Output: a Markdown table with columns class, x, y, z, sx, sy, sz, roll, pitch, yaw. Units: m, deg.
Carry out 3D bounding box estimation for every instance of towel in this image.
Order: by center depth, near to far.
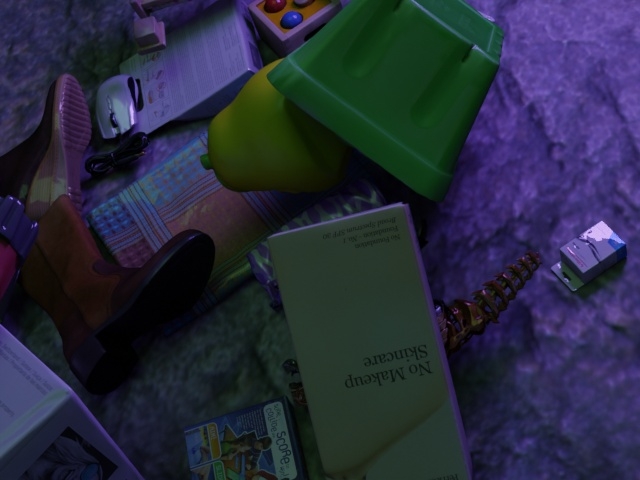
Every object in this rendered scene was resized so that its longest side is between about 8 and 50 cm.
| class | x | y | z | sx | sy | sz | roll | pitch | yaw |
| --- | --- | --- | --- | --- | --- | --- | --- | --- | --- |
| towel | -0.128 | -0.060 | 1.538 | 0.370 | 0.040 | 0.271 | -36 | 52 | -8 |

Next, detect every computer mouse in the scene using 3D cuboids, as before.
| class | x | y | z | sx | sy | sz | roll | pitch | yaw |
| --- | --- | --- | --- | --- | --- | --- | --- | --- | --- |
| computer mouse | -0.320 | -0.192 | 1.680 | 0.106 | 0.042 | 0.193 | -23 | 53 | 14 |

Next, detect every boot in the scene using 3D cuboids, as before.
| class | x | y | z | sx | sy | sz | roll | pitch | yaw |
| --- | --- | --- | --- | --- | --- | --- | --- | --- | --- |
| boot | -0.287 | 0.028 | 1.474 | 0.264 | 0.096 | 0.280 | -55 | 49 | 15 |
| boot | -0.455 | -0.123 | 1.631 | 0.206 | 0.090 | 0.249 | -7 | 72 | 19 |

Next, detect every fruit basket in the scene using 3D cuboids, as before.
| class | x | y | z | sx | sy | sz | roll | pitch | yaw |
| --- | --- | --- | --- | --- | --- | --- | --- | --- | --- |
| fruit basket | 0.039 | -0.158 | 1.363 | 0.283 | 0.392 | 0.392 | 36 | 69 | -2 |

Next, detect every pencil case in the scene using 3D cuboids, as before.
| class | x | y | z | sx | sy | sz | roll | pitch | yaw |
| --- | --- | --- | --- | --- | --- | --- | --- | --- | --- |
| pencil case | 0.000 | 0.000 | 1.422 | 0.206 | 0.086 | 0.088 | -36 | 19 | -7 |

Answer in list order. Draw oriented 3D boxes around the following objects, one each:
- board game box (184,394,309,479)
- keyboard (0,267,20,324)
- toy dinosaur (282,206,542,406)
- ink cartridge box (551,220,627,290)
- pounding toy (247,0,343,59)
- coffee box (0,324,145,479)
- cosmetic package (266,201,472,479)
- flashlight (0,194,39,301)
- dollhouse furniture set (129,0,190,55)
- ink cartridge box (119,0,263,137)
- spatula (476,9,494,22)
| class | x | y | z | sx | sy | sz | roll | pitch | yaw |
| --- | --- | --- | --- | --- | --- | --- | --- | --- | --- |
| board game box | -0.080 | 0.294 | 1.277 | 0.136 | 0.035 | 0.201 | -18 | 53 | 5 |
| keyboard | -0.484 | 0.108 | 1.479 | 0.100 | 0.038 | 0.192 | -2 | 55 | 16 |
| toy dinosaur | 0.103 | 0.090 | 1.316 | 0.321 | 0.164 | 0.219 | -19 | 74 | -13 |
| ink cartridge box | 0.330 | 0.019 | 1.339 | 0.083 | 0.028 | 0.048 | -34 | 53 | -6 |
| pounding toy | -0.030 | -0.364 | 1.678 | 0.141 | 0.100 | 0.130 | -36 | 54 | -8 |
| coffee box | -0.433 | 0.275 | 1.214 | 0.337 | 0.334 | 0.338 | 33 | 68 | 33 |
| cosmetic package | 0.057 | 0.125 | 1.201 | 0.160 | 0.113 | 0.310 | -15 | 90 | 7 |
| flashlight | -0.383 | 0.088 | 1.060 | 0.103 | 0.103 | 0.304 | 9 | 56 | 20 |
| dollhouse furniture set | -0.136 | -0.441 | 1.742 | 0.303 | 0.174 | 0.356 | -12 | 61 | 10 |
| ink cartridge box | -0.203 | -0.262 | 1.709 | 0.232 | 0.066 | 0.189 | -32 | 50 | 22 |
| spatula | 0.130 | -0.368 | 1.630 | 0.242 | 0.019 | 0.168 | 35 | 31 | 31 |
